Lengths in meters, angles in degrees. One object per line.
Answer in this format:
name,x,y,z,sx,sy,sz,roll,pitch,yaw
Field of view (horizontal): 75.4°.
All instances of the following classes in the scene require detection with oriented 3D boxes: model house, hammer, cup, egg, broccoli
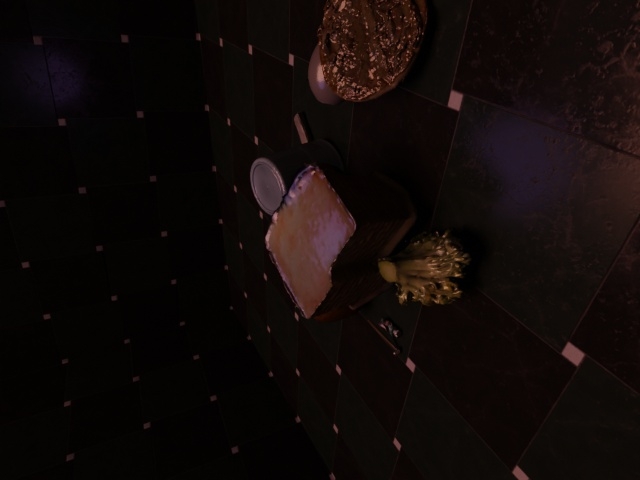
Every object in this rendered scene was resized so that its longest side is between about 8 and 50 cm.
model house,0.097,-0.025,1.435,0.395,0.400,0.445,58,136,33
hammer,0.257,0.386,1.663,0.182,0.017,0.062,46,147,7
cup,-0.079,-0.230,1.689,0.331,0.311,0.256,51,143,20
egg,0.046,-0.595,1.433,0.176,0.176,0.231,45,141,46
broccoli,0.298,0.090,1.224,0.248,0.246,0.288,-126,31,-48

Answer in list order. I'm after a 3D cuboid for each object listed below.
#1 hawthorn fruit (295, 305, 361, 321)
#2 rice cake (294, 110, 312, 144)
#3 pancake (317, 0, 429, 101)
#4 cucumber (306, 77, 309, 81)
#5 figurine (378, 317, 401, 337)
hawthorn fruit,0.027,0.226,1.778,0.267,0.301,0.268,63,177,7
rice cake,-0.064,-0.457,1.875,0.055,0.049,0.269,-26,80,45
pancake,0.143,-0.609,1.212,0.382,0.071,0.382,9,105,37
cucumber,0.004,-0.653,1.621,0.046,0.070,0.220,52,165,-24
figurine,0.277,0.349,1.647,0.106,0.047,0.060,33,174,46
